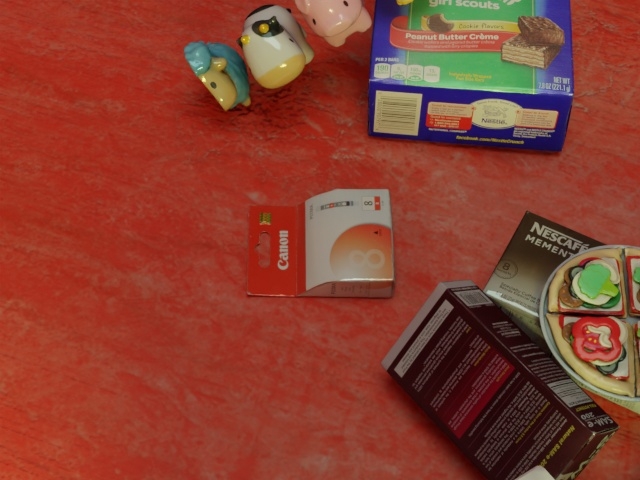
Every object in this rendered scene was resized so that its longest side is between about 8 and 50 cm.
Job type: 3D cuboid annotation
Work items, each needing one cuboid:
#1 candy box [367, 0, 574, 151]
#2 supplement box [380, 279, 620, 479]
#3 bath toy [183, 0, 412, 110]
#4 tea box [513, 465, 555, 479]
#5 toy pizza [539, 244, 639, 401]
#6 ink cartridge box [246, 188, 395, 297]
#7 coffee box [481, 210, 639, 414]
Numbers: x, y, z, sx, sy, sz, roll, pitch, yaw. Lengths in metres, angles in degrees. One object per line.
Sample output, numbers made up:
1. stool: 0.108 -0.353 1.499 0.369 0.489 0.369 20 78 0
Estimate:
1. candy box: 0.206 -0.285 1.731 0.268 0.122 0.317 4 52 2
2. supplement box: 0.192 0.168 1.385 0.239 0.130 0.073 47 26 27
3. bath toy: -0.004 -0.301 1.636 0.348 0.129 0.151 -31 43 12
4. tea box: 0.096 0.416 1.056 0.329 0.323 0.220 -23 56 -32
5. toy pizza: 0.344 0.084 1.397 0.201 0.032 0.201 1 56 -1
6. ink cartridge box: 0.000 0.000 1.561 0.179 0.045 0.145 2 53 -4
7. coffee box: 0.319 0.087 1.475 0.246 0.098 0.141 25 56 15
